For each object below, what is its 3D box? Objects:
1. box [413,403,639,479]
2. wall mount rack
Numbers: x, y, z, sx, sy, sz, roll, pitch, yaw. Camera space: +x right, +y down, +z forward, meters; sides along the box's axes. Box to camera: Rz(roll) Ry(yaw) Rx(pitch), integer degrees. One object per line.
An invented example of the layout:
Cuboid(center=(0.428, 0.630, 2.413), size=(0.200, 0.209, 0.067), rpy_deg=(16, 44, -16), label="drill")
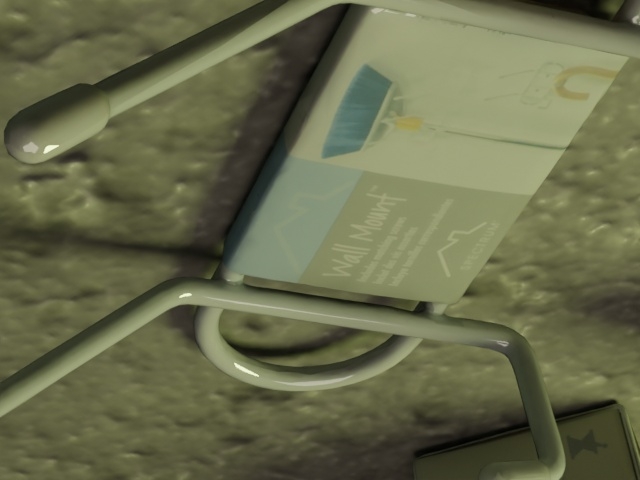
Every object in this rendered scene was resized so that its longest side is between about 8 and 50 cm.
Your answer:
Cuboid(center=(0.155, 0.237, 1.104), size=(0.121, 0.148, 0.311), rpy_deg=(-15, 142, 10), label="box")
Cuboid(center=(0.000, 0.000, 0.765), size=(0.304, 0.130, 0.350), rpy_deg=(7, 140, -21), label="wall mount rack")
